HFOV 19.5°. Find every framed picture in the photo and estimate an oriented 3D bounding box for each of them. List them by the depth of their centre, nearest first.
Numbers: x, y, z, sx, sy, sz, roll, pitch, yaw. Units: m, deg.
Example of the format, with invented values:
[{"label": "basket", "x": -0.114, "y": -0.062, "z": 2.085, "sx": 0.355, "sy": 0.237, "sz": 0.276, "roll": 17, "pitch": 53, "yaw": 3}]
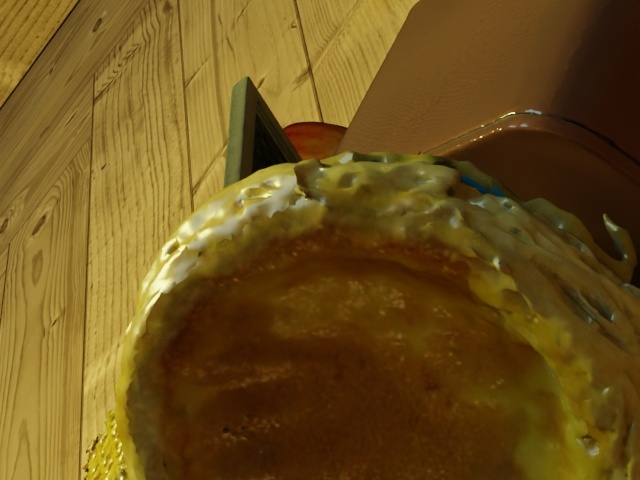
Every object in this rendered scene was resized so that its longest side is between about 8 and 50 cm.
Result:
[{"label": "framed picture", "x": 0.010, "y": 0.054, "z": 1.455, "sx": 0.020, "sy": 0.324, "sz": 0.240, "roll": -23, "pitch": 31, "yaw": 16}]

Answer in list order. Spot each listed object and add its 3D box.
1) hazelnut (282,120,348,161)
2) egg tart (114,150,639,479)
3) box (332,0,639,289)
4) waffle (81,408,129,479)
[{"label": "hazelnut", "x": -0.002, "y": 0.000, "z": 1.721, "sx": 0.181, "sy": 0.181, "sz": 0.212, "roll": -117, "pitch": 45, "yaw": -68}, {"label": "egg tart", "x": 0.055, "y": 0.117, "z": 1.230, "sx": 0.388, "sy": 0.388, "sz": 0.169, "roll": -51, "pitch": -1, "yaw": 19}, {"label": "box", "x": 0.182, "y": -0.070, "z": 1.339, "sx": 0.339, "sy": 0.239, "sz": 0.229, "roll": -23, "pitch": 37, "yaw": 57}, {"label": "waffle", "x": -0.195, "y": 0.230, "z": 1.999, "sx": 0.197, "sy": 0.070, "sz": 0.193, "roll": -44, "pitch": 25, "yaw": 39}]
